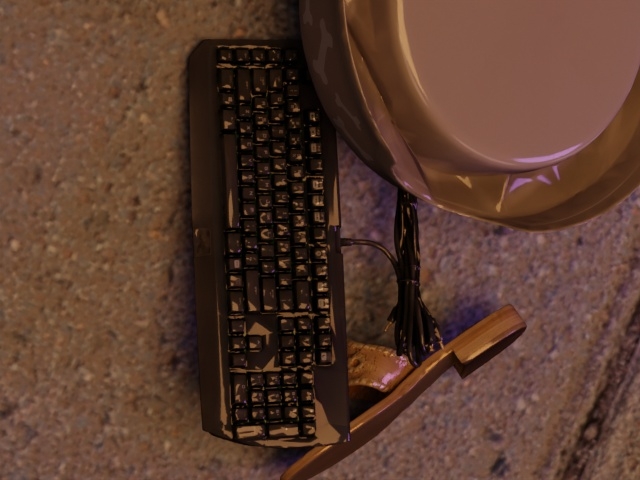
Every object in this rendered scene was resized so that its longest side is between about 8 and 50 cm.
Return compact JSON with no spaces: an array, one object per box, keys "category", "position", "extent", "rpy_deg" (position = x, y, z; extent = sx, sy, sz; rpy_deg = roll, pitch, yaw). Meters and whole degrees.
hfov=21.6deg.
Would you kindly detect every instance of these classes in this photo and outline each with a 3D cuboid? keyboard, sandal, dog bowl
[{"category":"keyboard","position":[0.000,0.000,1.306],"extent":[0.201,0.033,0.317],"rpy_deg":[-1,83,-19]},{"category":"sandal","position":[0.049,0.105,1.371],"extent":[0.240,0.088,0.079],"rpy_deg":[-32,74,-11]},{"category":"dog bowl","position":[0.136,-0.180,1.294],"extent":[0.348,0.102,0.349],"rpy_deg":[-2,93,-33]}]
